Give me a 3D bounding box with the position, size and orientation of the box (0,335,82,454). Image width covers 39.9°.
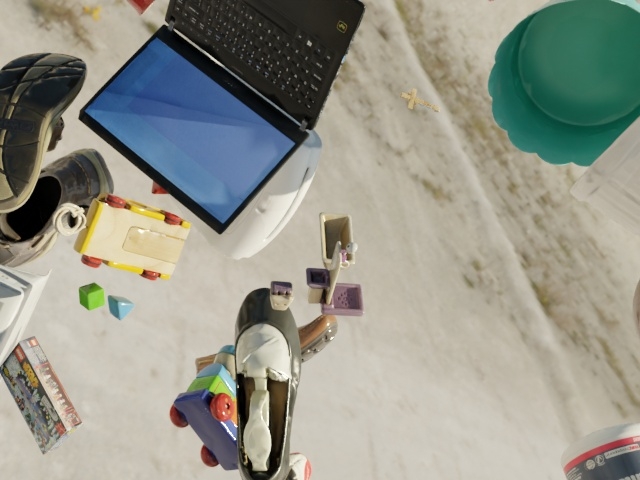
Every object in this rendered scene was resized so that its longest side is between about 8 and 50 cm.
[{"bbox_3d":[-0.377,0.208,1.180,0.027,0.094,0.137,-21,74,-46],"label":"box"}]

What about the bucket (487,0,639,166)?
[{"bbox_3d":[0.419,-0.267,1.405,0.281,0.281,0.183,50,32,-5],"label":"bucket"}]

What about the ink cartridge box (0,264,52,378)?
[{"bbox_3d":[-0.544,0.181,1.392,0.091,0.308,0.385,25,-1,-12],"label":"ink cartridge box"}]

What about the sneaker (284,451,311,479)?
[{"bbox_3d":[-0.093,0.470,1.455,0.107,0.279,0.118,37,14,16],"label":"sneaker"}]

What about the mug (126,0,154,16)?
[{"bbox_3d":[-0.262,-0.416,1.186,0.169,0.150,0.113,39,8,-19],"label":"mug"}]

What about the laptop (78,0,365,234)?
[{"bbox_3d":[-0.118,-0.191,0.958,0.234,0.264,0.136,38,42,13],"label":"laptop"}]

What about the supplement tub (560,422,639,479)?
[{"bbox_3d":[0.582,0.498,1.642,0.191,0.191,0.272,33,34,-51],"label":"supplement tub"}]

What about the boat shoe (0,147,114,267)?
[{"bbox_3d":[-0.512,-0.049,1.522,0.132,0.355,0.130,60,31,6],"label":"boat shoe"}]

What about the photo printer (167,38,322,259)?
[{"bbox_3d":[-0.147,-0.142,1.402,0.307,0.256,0.107,47,29,22],"label":"photo printer"}]

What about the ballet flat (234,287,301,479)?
[{"bbox_3d":[-0.074,0.203,1.203,0.096,0.095,0.281,53,35,-83],"label":"ballet flat"}]

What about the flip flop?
[{"bbox_3d":[-0.390,-0.145,1.174,0.080,0.112,0.277,100,-2,-58],"label":"flip flop"}]

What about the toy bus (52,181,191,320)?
[{"bbox_3d":[-0.285,-0.014,1.227,0.104,0.191,0.202,25,-42,41],"label":"toy bus"}]

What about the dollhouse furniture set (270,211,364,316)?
[{"bbox_3d":[0.000,0.000,0.825,0.091,0.081,0.114,4,49,-9],"label":"dollhouse furniture set"}]

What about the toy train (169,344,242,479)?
[{"bbox_3d":[-0.115,0.293,1.378,0.248,0.105,0.143,58,37,-23],"label":"toy train"}]

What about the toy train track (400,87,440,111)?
[{"bbox_3d":[0.193,-0.268,1.717,0.083,0.014,0.048,20,65,-9],"label":"toy train track"}]

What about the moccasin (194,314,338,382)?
[{"bbox_3d":[-0.130,0.246,2.043,0.139,0.380,0.147,-2,68,-59],"label":"moccasin"}]

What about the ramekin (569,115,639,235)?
[{"bbox_3d":[0.469,-0.121,1.155,0.127,0.273,0.273,45,13,10],"label":"ramekin"}]

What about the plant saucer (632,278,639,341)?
[{"bbox_3d":[0.400,0.084,0.909,0.029,0.168,0.168,-12,62,-48],"label":"plant saucer"}]
